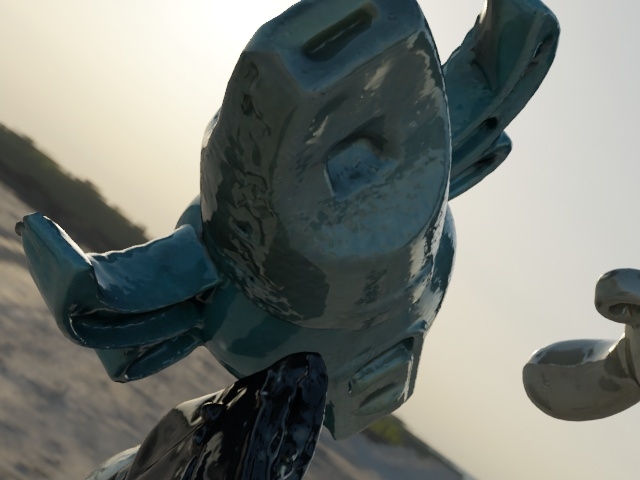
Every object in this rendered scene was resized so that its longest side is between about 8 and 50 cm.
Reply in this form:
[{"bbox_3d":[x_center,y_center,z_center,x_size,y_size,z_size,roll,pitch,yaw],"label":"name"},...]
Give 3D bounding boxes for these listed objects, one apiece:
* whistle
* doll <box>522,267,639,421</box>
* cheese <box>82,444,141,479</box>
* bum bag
[{"bbox_3d":[0.000,0.000,0.485,0.093,0.186,0.274,55,-15,19],"label":"whistle"},{"bbox_3d":[0.252,0.081,0.754,0.242,0.159,0.311,5,-18,-34],"label":"doll"},{"bbox_3d":[-0.079,0.218,0.923,0.198,0.154,0.189,3,-47,13],"label":"cheese"},{"bbox_3d":[-0.058,0.140,0.401,0.060,0.248,0.123,37,-48,-12],"label":"bum bag"}]
